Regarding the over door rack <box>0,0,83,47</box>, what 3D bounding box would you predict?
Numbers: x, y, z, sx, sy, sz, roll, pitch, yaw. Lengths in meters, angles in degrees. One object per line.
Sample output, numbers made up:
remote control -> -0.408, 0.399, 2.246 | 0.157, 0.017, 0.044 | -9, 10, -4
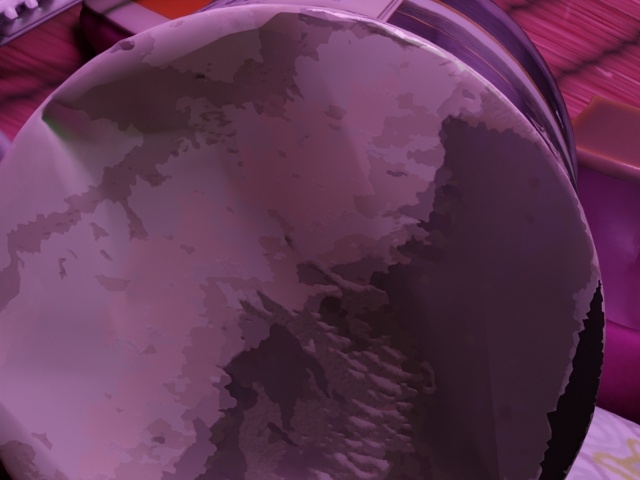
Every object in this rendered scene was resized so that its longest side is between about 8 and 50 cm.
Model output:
over door rack -> -0.042, -0.174, 0.829 | 0.324, 0.108, 0.239 | -19, 8, -13

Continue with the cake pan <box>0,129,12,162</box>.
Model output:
cake pan -> -0.221, -0.041, 0.704 | 0.293, 0.054, 0.293 | 38, 15, -12

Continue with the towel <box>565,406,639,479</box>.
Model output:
towel -> 0.146, 0.209, 0.674 | 0.320, 0.090, 0.374 | 28, 33, 9

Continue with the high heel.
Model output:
high heel -> 0.022, -0.014, 0.937 | 0.377, 0.181, 0.127 | 25, 36, 32

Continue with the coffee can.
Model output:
coffee can -> 0.000, 0.000, 0.693 | 0.201, 0.201, 0.275 | 29, 13, 0
